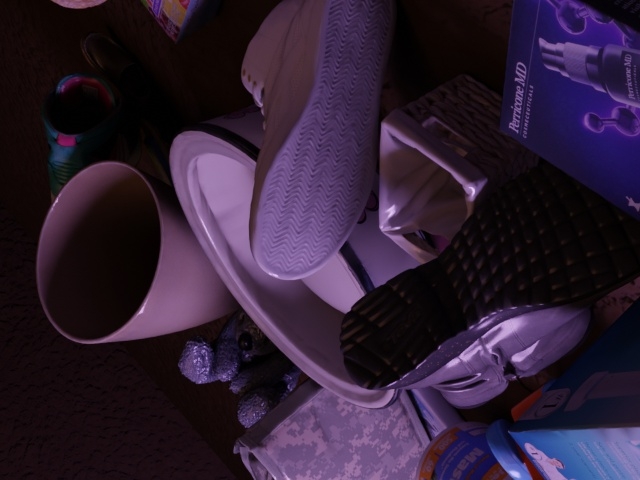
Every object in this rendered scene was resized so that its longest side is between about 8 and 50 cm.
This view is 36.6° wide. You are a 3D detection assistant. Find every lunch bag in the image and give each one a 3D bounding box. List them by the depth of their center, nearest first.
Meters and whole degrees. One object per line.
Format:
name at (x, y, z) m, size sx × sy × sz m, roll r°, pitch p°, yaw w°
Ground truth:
lunch bag at (0.018, 0.292, 1.371) m, size 0.169 × 0.235 × 0.287 m, roll 32°, pitch 150°, yaw 47°

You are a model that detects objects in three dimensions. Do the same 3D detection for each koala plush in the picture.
koala plush at (-0.094, 0.149, 1.599) m, size 0.196 × 0.203 × 0.221 m, roll 35°, pitch 132°, yaw 17°

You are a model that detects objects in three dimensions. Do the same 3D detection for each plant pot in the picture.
plant pot at (-0.230, 0.034, 1.440) m, size 0.256 × 0.256 × 0.274 m, roll 35°, pitch -168°, yaw 35°

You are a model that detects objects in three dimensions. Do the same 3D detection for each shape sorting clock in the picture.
shape sorting clock at (-0.239, -0.111, 1.588) m, size 0.206 × 0.040 × 0.206 m, roll 59°, pitch 168°, yaw 20°

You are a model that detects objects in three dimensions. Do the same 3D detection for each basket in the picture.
basket at (0.128, -0.055, 0.898) m, size 0.113 × 0.103 × 0.167 m, roll 41°, pitch 155°, yaw 26°

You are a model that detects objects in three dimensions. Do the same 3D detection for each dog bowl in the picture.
dog bowl at (0.000, 0.000, 1.172) m, size 0.408 × 0.150 × 0.408 m, roll 43°, pitch 157°, yaw 23°

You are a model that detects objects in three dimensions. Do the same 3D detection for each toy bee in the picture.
toy bee at (0.259, 0.201, 1.008) m, size 0.195 × 0.298 × 0.162 m, roll -27°, pitch 135°, yaw 34°

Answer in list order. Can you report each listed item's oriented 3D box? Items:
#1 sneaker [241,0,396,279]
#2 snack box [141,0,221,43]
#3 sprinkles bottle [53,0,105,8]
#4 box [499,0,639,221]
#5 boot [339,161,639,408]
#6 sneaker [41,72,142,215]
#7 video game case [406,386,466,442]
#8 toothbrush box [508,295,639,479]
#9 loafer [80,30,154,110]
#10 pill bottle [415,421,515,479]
sneaker at (-0.021, -0.110, 0.946) m, size 0.108 × 0.292 × 0.169 m, roll 18°, pitch 177°, yaw -26°
snack box at (-0.192, -0.356, 1.106) m, size 0.207 × 0.070 × 0.174 m, roll 52°, pitch 156°, yaw 3°
sprinkles bottle at (-0.181, -0.332, 0.916) m, size 0.355 × 0.121 × 0.121 m, roll -12°, pitch 114°, yaw 56°
box at (0.230, -0.100, 0.625) m, size 0.207 × 0.108 × 0.153 m, roll 38°, pitch 155°, yaw 29°
boot at (0.199, 0.044, 0.868) m, size 0.223 × 0.338 × 0.118 m, roll 19°, pitch -130°, yaw -50°
sneaker at (-0.356, -0.188, 1.523) m, size 0.124 × 0.295 × 0.178 m, roll 7°, pitch 123°, yaw 1°
video game case at (0.156, 0.306, 1.482) m, size 0.329 × 0.036 × 0.300 m, roll 51°, pitch 158°, yaw 2°
toothbrush box at (0.301, 0.102, 0.653) m, size 0.126 × 0.216 × 0.295 m, roll 52°, pitch 157°, yaw -1°
loafer at (-0.309, -0.268, 1.497) m, size 0.148 × 0.056 × 0.050 m, roll 46°, pitch 159°, yaw -11°
pill bottle at (0.237, 0.321, 1.154) m, size 0.152 × 0.152 × 0.272 m, roll 58°, pitch 165°, yaw -15°
